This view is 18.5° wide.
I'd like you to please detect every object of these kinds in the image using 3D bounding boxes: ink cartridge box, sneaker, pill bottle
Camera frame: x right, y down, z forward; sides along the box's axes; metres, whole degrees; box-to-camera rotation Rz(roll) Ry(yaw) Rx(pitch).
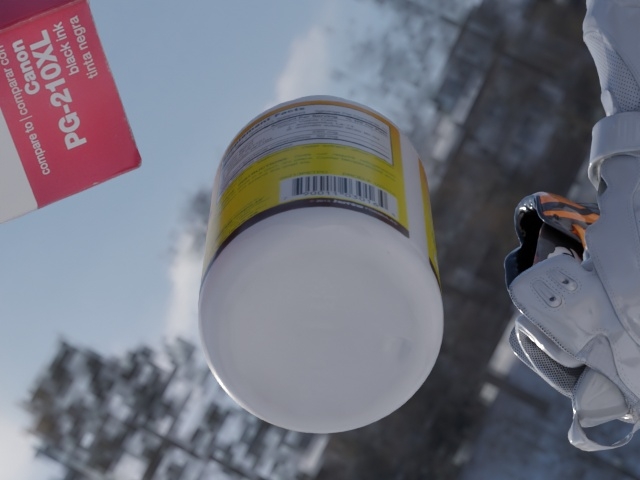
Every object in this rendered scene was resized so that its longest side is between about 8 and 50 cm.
[{"bbox_3d":[-0.228,-0.065,0.927,0.237,0.172,0.100,-23,-54,-11],"label":"ink cartridge box"},{"bbox_3d":[0.221,-0.021,1.462,0.210,0.366,0.137,-20,-22,-3],"label":"sneaker"},{"bbox_3d":[0.000,0.000,1.006,0.215,0.117,0.117,-89,19,-66],"label":"pill bottle"},{"bbox_3d":[0.274,0.055,1.771,0.180,0.321,0.124,10,-73,-33],"label":"sneaker"}]
